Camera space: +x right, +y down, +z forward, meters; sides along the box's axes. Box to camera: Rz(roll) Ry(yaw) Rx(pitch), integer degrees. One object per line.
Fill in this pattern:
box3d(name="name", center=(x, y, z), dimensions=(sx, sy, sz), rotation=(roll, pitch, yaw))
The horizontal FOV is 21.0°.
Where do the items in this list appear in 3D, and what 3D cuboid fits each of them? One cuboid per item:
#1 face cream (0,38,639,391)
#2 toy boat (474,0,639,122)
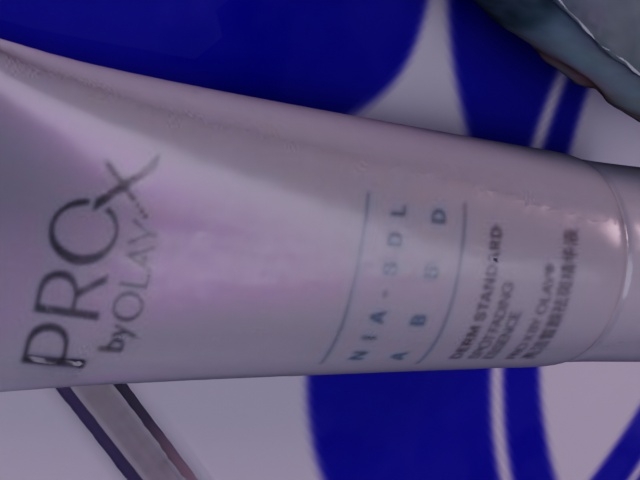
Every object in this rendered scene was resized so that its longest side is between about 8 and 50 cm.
box3d(name="face cream", center=(0.000, 0.000, 0.437), dimensions=(0.243, 0.058, 0.092), rotation=(3, 111, -32))
box3d(name="toy boat", center=(0.124, -0.092, 0.492), dimensions=(0.207, 0.079, 0.134), rotation=(13, 92, -29))
